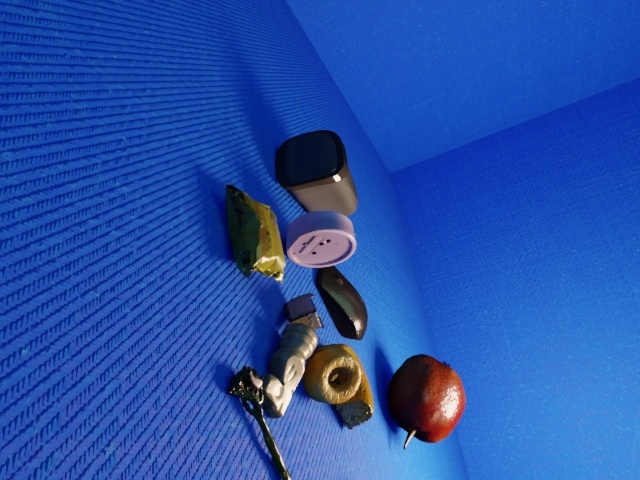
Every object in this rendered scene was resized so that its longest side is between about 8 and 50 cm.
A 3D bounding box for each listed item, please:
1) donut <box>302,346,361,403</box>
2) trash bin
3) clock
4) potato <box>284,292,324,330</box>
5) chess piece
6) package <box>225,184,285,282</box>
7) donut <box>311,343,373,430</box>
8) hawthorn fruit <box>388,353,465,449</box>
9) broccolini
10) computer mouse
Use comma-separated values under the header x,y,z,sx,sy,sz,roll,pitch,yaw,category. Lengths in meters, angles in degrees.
x,y,z,sx,sy,sz,roll,pitch,yaw,category
0.034,0.341,1.066,0.152,0.058,0.151,1,88,-29,donut
0.003,-0.199,1.416,0.250,0.220,0.219,56,25,-52,trash bin
0.000,0.000,1.214,0.197,0.197,0.068,46,30,-50,clock
-0.041,0.184,1.075,0.122,0.086,0.061,-121,-167,-72,potato
-0.076,0.283,0.942,0.090,0.090,0.200,61,33,-25,chess piece
-0.150,-0.009,0.986,0.168,0.090,0.226,25,46,-60,package
0.066,0.379,1.205,0.258,0.101,0.152,61,16,-14,donut
0.376,0.613,1.585,0.284,0.285,0.369,61,42,-25,hawthorn fruit
-0.116,0.360,0.832,0.057,0.071,0.254,-158,-130,-70,broccolini
0.087,0.200,1.421,0.295,0.087,0.168,61,25,-19,computer mouse
